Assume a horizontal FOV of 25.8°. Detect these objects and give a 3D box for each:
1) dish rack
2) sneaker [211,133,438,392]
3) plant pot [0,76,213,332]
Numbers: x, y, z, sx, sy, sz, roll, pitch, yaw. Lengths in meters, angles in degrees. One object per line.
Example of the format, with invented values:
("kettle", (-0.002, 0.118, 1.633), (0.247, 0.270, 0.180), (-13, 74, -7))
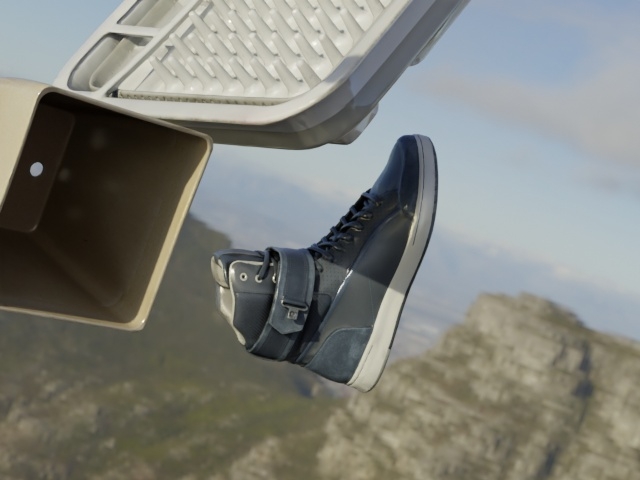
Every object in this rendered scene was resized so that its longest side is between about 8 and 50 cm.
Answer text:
("dish rack", (-0.020, -0.166, 1.003), (0.333, 0.285, 0.072), (9, -37, 50))
("sneaker", (0.000, 0.001, 1.174), (0.163, 0.226, 0.086), (18, 0, -14))
("plant pot", (-0.139, -0.028, 0.705), (0.109, 0.109, 0.096), (15, 10, -46))
